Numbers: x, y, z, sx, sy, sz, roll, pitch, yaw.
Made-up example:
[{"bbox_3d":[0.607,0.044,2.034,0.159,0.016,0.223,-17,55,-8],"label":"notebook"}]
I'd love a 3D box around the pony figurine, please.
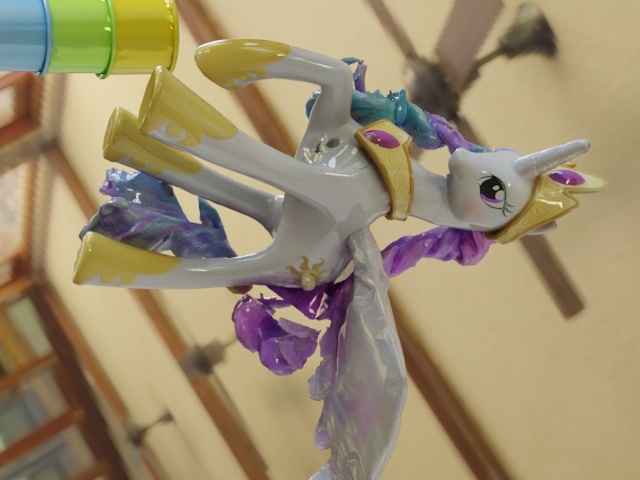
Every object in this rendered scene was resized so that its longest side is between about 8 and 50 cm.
[{"bbox_3d":[0.000,0.000,1.251,0.351,0.363,0.303,121,-24,-44],"label":"pony figurine"}]

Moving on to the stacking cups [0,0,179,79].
[{"bbox_3d":[-0.295,-0.193,1.500,0.096,0.316,0.096,21,-67,61],"label":"stacking cups"}]
